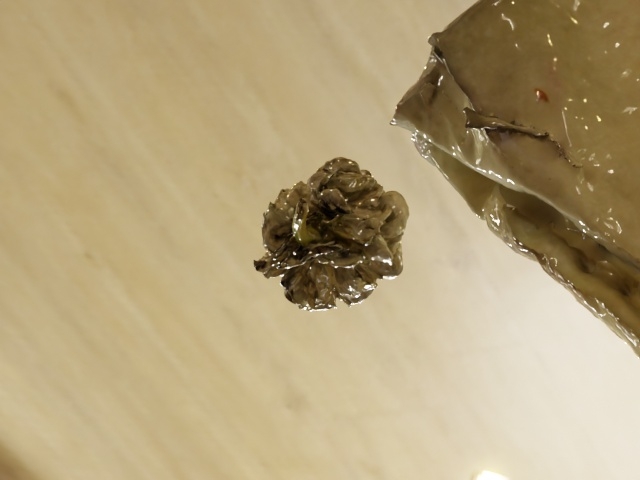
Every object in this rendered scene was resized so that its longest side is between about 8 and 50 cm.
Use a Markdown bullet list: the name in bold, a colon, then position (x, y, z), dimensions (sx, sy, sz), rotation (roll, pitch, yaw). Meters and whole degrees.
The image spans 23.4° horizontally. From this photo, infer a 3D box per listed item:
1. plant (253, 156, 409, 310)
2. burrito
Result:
- **plant**: position (0.000, 0.000, 1.092), dimensions (0.104, 0.122, 0.116), rotation (40, -74, 19)
- **burrito**: position (0.201, -0.015, 0.852), dimensions (0.332, 0.190, 0.135), rotation (50, -20, 28)
